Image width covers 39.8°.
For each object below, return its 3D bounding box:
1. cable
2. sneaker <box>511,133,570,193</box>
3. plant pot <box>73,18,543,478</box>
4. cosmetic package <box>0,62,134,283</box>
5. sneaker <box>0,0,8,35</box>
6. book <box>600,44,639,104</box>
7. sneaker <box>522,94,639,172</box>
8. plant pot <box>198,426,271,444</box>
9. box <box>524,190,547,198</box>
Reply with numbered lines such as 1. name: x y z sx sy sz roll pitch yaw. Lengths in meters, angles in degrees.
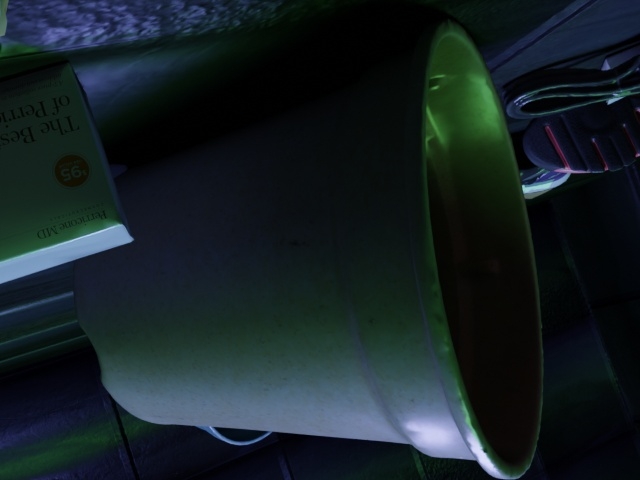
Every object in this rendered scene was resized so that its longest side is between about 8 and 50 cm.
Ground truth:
1. cable: 0.343 -0.192 0.961 0.287 0.072 0.139 -12 165 19
2. sneaker: 0.258 -0.110 1.392 0.283 0.107 0.124 -23 160 5
3. plant pot: -0.010 0.024 0.708 0.305 0.334 0.334 -8 179 23
4. cosmetic package: -0.233 -0.011 0.477 0.238 0.099 0.060 -19 175 -9
5. sneaker: -0.193 -0.063 0.305 0.185 0.070 0.083 -29 162 30
6. book: 0.384 -0.210 1.051 0.096 0.035 0.144 -22 172 13
7. sneaker: 0.430 -0.164 1.220 0.313 0.116 0.136 -20 176 3
8. plant pot: -0.149 0.096 1.150 0.196 0.293 0.293 9 -170 29
9. box: 0.340 -0.105 1.684 0.201 0.021 0.164 1 172 -10
